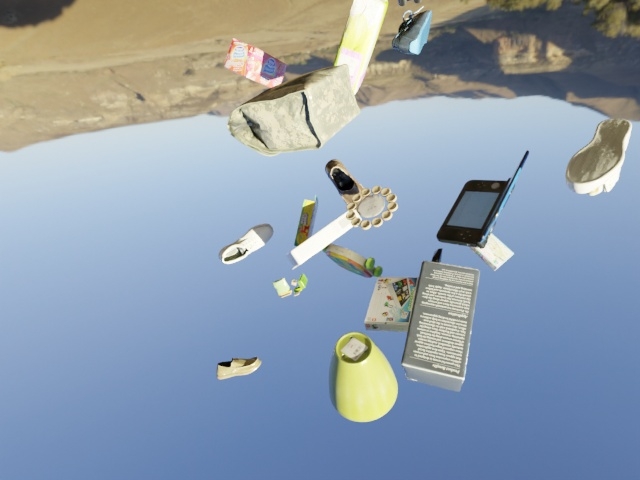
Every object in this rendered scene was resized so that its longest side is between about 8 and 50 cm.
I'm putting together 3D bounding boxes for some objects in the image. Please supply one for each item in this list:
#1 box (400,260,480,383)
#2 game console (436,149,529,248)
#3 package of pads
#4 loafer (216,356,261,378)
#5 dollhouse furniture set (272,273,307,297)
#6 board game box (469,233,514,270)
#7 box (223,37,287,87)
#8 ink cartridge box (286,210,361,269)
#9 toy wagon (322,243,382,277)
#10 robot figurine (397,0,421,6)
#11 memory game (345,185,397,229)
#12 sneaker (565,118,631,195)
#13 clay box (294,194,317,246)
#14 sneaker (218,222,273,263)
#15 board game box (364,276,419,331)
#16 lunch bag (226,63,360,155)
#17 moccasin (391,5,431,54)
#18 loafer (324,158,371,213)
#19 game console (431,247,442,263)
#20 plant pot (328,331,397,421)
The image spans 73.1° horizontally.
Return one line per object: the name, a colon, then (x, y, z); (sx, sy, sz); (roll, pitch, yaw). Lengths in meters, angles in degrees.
box: (0.448, 0.322, 1.607); (0.211, 0.293, 0.396); (10, -113, 19)
game console: (0.519, -0.139, 1.400); (0.250, 0.173, 0.293); (11, -124, 44)
package of pads: (0.125, -0.649, 1.430); (0.101, 0.297, 0.229); (20, -149, 1)
loafer: (-0.262, 0.396, 1.366); (0.147, 0.050, 0.056); (-17, -165, -5)
dollhouse furniture set: (-0.126, 0.190, 1.746); (0.151, 0.076, 0.059); (-22, -160, 21)
board game box: (0.612, 0.025, 1.578); (0.103, 0.026, 0.154); (-32, -113, -25)
box: (-0.268, -0.736, 1.817); (0.128, 0.123, 0.257); (30, -163, 19)
ink cartridge box: (0.000, 0.000, 1.705); (0.296, 0.066, 0.261); (-35, 180, -14)
toy wagon: (0.168, 0.112, 2.089); (0.267, 0.068, 0.344); (20, 167, 33)
robot figurine: (0.333, -1.035, 1.639); (0.209, 0.278, 0.173); (7, 163, -23)
memory game: (0.172, -0.113, 1.470); (0.186, 0.012, 0.186); (-15, -130, 19)
sneaker: (0.705, -0.166, 1.098); (0.108, 0.169, 0.292); (23, -126, 39)
clay box: (-0.055, -0.076, 1.786); (0.053, 0.222, 0.127); (11, 174, 6)
sneaker: (-0.302, 0.023, 1.797); (0.258, 0.094, 0.091); (-34, -154, -5)
board game box: (0.317, 0.271, 1.882); (0.192, 0.053, 0.305); (-1, -146, 22)
lunch bag: (-0.078, -0.342, 1.160); (0.286, 0.169, 0.235); (2, -146, 33)
moccasin: (0.359, -0.829, 1.684); (0.116, 0.138, 0.342); (12, -142, 16)
loafer: (0.151, -0.255, 2.235); (0.134, 0.366, 0.130); (-42, -168, 14)
game console: (0.547, 0.227, 2.103); (0.043, 0.362, 0.213); (10, -142, 19)
plant pot: (0.145, 0.484, 1.628); (0.274, 0.294, 0.275); (-7, -138, 6)
